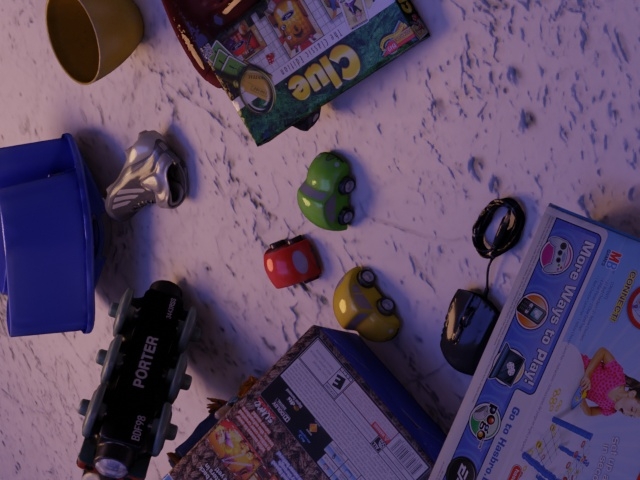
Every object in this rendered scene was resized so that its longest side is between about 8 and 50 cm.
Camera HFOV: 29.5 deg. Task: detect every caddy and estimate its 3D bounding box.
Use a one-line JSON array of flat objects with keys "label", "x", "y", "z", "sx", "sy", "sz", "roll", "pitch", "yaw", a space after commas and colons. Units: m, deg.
[{"label": "caddy", "x": -0.420, "y": -0.005, "z": 1.919, "sx": 0.241, "sy": 0.179, "sz": 0.341, "roll": -117, "pitch": 27, "yaw": -48}]

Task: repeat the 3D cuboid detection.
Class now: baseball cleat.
[{"label": "baseball cleat", "x": -0.253, "y": -0.067, "z": 1.754, "sx": 0.109, "sy": 0.072, "sz": 0.206, "roll": 47, "pitch": 145, "yaw": 13}]

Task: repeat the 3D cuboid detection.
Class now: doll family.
[{"label": "doll family", "x": -0.139, "y": 0.268, "z": 1.709, "sx": 0.118, "sy": 0.163, "sz": 0.263, "roll": 46, "pitch": 164, "yaw": 13}]

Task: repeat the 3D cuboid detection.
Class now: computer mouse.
[{"label": "computer mouse", "x": 0.171, "y": 0.055, "z": 1.312, "sx": 0.071, "sy": 0.041, "sz": 0.242, "roll": 37, "pitch": 135, "yaw": 34}]

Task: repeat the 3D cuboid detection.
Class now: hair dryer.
[{"label": "hair dryer", "x": -0.090, "y": -0.278, "z": 1.435, "sx": 0.293, "sy": 0.080, "sz": 0.223, "roll": 27, "pitch": 123, "yaw": 27}]

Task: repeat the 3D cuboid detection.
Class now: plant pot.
[{"label": "plant pot", "x": -0.299, "y": -0.290, "z": 1.657, "sx": 0.134, "sy": 0.095, "sz": 0.134, "roll": 30, "pitch": 132, "yaw": 39}]

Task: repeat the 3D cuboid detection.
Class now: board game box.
[{"label": "board game box", "x": -0.008, "y": 0.287, "z": 1.463, "sx": 0.291, "sy": 0.141, "sz": 0.232, "roll": -46, "pitch": 67, "yaw": 11}, {"label": "board game box", "x": -0.013, "y": -0.217, "z": 1.330, "sx": 0.260, "sy": 0.030, "sz": 0.136, "roll": -30, "pitch": 94, "yaw": 39}, {"label": "board game box", "x": 0.278, "y": 0.162, "z": 1.068, "sx": 0.302, "sy": 0.086, "sz": 0.308, "roll": 27, "pitch": 95, "yaw": 41}]

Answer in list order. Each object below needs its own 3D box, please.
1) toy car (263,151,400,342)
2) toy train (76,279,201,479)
[{"label": "toy car", "x": 0.000, "y": 0.000, "z": 1.485, "sx": 0.239, "sy": 0.053, "sz": 0.225, "roll": 29, "pitch": 131, "yaw": 39}, {"label": "toy train", "x": -0.267, "y": 0.218, "z": 1.764, "sx": 0.142, "sy": 0.334, "sz": 0.190, "roll": 16, "pitch": 137, "yaw": -7}]
